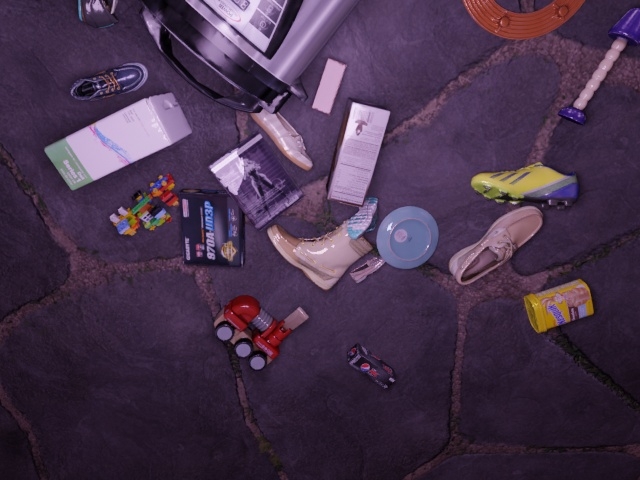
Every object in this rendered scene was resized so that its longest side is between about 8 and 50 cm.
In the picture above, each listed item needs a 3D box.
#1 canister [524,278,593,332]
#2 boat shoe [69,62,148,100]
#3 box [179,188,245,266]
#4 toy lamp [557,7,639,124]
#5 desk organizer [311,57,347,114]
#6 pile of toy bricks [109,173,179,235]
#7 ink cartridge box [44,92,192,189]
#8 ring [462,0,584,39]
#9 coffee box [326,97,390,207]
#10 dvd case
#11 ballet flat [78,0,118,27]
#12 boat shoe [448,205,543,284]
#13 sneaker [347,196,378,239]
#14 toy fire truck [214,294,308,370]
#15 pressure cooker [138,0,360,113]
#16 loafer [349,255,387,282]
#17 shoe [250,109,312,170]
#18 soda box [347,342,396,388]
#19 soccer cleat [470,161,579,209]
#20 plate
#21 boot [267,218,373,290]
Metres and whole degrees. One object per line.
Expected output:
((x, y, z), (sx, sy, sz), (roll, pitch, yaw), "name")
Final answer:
((0.729, 0.199, 1.340), (0.170, 0.073, 0.126), (-21, 111, 7), "canister")
((-0.526, -0.392, 1.096), (0.183, 0.083, 0.065), (-18, 111, 7), "boat shoe")
((-0.306, -0.035, 1.257), (0.175, 0.051, 0.220), (3, 111, -2), "box")
((0.703, -0.426, 1.085), (0.080, 0.080, 0.274), (21, 110, -8), "toy lamp")
((0.022, -0.392, 1.116), (0.050, 0.047, 0.130), (19, 111, -5), "desk organizer")
((-0.466, -0.076, 1.227), (0.212, 0.118, 0.105), (-39, 146, 4), "pile of toy bricks")
((-0.486, -0.252, 1.089), (0.278, 0.201, 0.117), (-22, 111, 8), "ink cartridge box")
((0.491, -0.651, 1.020), (0.337, 0.032, 0.336), (0, 112, -1), "ring")
((0.090, -0.229, 1.132), (0.098, 0.141, 0.246), (12, 113, -5), "coffee box")
((-0.171, -0.160, 1.197), (0.164, 0.018, 0.221), (-39, 109, -7), "dvd case")
((-0.507, -0.638, 1.001), (0.096, 0.095, 0.280), (2, 123, -11), "ballet flat")
((0.509, 0.021, 1.254), (0.302, 0.098, 0.109), (-37, 107, 14), "boat shoe")
((0.125, -0.048, 1.202), (0.065, 0.166, 0.076), (3, 130, 30), "sneaker")
((-0.170, 0.248, 1.332), (0.246, 0.158, 0.217), (-42, 106, 3), "toy fire truck")
((-0.148, -0.492, 0.910), (0.420, 0.375, 0.370), (-46, 62, 17), "pressure cooker")
((0.142, 0.078, 1.309), (0.125, 0.045, 0.039), (-41, 100, 18), "loafer")
((-0.091, -0.275, 1.147), (0.058, 0.076, 0.219), (-39, 105, 19), "shoe")
((0.166, 0.410, 1.432), (0.169, 0.060, 0.053), (38, 108, -15), "soda box")
((0.557, -0.160, 1.202), (0.289, 0.093, 0.121), (9, 81, 1), "soccer cleat")
((0.255, -0.005, 1.265), (0.188, 0.024, 0.188), (-2, 105, -8), "plate")
((0.000, 0.000, 1.247), (0.203, 0.095, 0.262), (-43, 108, 16), "boot")
